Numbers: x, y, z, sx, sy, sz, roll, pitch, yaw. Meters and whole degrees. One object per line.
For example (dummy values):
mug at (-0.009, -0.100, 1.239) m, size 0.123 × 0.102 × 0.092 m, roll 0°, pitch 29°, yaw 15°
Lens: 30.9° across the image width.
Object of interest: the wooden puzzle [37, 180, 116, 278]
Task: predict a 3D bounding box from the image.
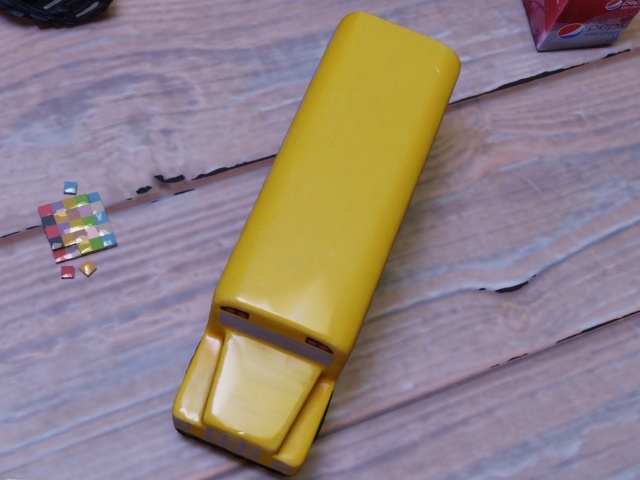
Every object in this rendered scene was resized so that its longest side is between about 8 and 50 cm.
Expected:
wooden puzzle at (-0.191, -0.011, 0.912) m, size 0.049 × 0.006 × 0.083 m, roll -18°, pitch 70°, yaw -17°

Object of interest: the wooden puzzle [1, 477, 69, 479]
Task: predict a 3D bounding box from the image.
wooden puzzle at (-0.196, 0.204, 0.811) m, size 0.116 × 0.014 × 0.078 m, roll -2°, pitch 67°, yaw -11°

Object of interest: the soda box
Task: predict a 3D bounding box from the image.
soda box at (0.218, -0.311, 1.072) m, size 0.083 × 0.092 × 0.263 m, roll -6°, pitch 67°, yaw -14°

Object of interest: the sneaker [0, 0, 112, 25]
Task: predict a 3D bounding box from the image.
sneaker at (-0.266, -0.277, 0.915) m, size 0.271 × 0.100 × 0.108 m, roll 40°, pitch 37°, yaw -34°

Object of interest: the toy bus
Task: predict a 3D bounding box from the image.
toy bus at (0.000, 0.000, 0.873) m, size 0.108 × 0.130 × 0.332 m, roll 23°, pitch 64°, yaw 1°
